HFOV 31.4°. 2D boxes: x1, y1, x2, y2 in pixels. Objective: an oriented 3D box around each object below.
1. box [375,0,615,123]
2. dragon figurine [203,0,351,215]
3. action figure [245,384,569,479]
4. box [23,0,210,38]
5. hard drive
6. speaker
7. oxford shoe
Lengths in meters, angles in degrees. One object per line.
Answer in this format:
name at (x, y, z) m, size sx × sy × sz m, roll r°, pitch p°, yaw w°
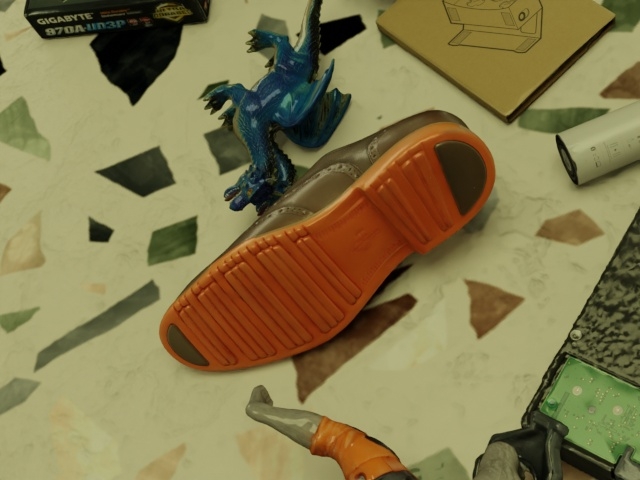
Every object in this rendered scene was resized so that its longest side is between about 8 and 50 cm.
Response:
box at (0.185, -0.235, 1.222) m, size 0.164 × 0.021 × 0.201 m, roll -43°, pitch 60°, yaw -9°
dragon figurine at (-0.023, -0.152, 1.198) m, size 0.144 × 0.085 × 0.289 m, roll 33°, pitch 80°, yaw 25°
action figure at (0.058, 0.281, 0.892) m, size 0.330 × 0.178 × 0.341 m, roll 4°, pitch 74°, yaw 31°
box at (-0.235, -0.336, 1.373) m, size 0.220 × 0.051 × 0.175 m, roll -3°, pitch 63°, yaw 15°
hard drive at (0.356, 0.078, 0.988) m, size 0.237 × 0.064 × 0.339 m, roll 25°, pitch 71°, yaw 25°
speaker at (0.301, -0.104, 1.102) m, size 0.136 × 0.055 × 0.055 m, roll -23°, pitch 60°, yaw 4°
oxford shoe at (0.000, 0.000, 1.118) m, size 0.363 × 0.130 × 0.133 m, roll -32°, pitch 27°, yaw 5°
